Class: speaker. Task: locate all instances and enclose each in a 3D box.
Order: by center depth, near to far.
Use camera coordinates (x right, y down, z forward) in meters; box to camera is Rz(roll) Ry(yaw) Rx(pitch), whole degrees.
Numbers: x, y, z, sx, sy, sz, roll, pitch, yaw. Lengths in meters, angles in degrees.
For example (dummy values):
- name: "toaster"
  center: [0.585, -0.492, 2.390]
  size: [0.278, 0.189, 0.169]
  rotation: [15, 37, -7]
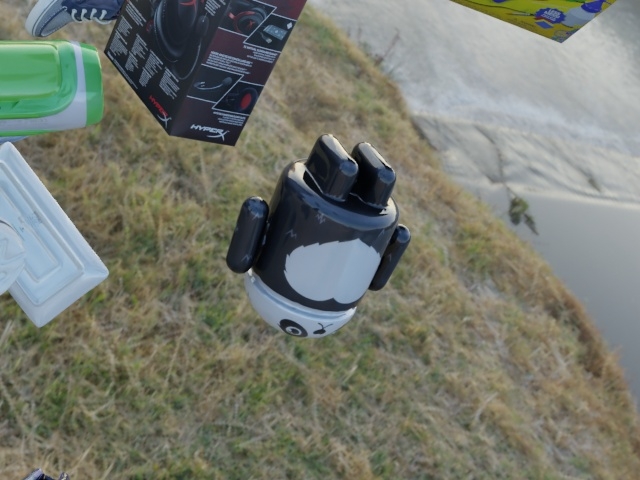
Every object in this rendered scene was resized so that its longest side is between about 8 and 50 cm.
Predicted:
- name: "speaker"
  center: [-0.454, -0.208, 1.133]
  size: [0.297, 0.131, 0.131]
  rotation: [-5, 52, -21]

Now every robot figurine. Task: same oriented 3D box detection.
- name: "robot figurine"
  center: [0.002, 0.002, 1.124]
  size: [0.209, 0.278, 0.173]
  rotation: [27, 25, 7]

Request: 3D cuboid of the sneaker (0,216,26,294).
- name: "sneaker"
  center: [-0.408, 0.050, 0.832]
  size: [0.094, 0.235, 0.153]
  rotation: [43, -4, -36]

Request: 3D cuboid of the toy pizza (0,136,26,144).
- name: "toy pizza"
  center: [-0.560, -0.241, 1.447]
  size: [0.201, 0.032, 0.201]
  rotation: [4, 58, -7]

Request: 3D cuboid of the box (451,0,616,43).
- name: "box"
  center: [0.298, -0.454, 1.166]
  size: [0.290, 0.279, 0.177]
  rotation: [17, 75, -11]

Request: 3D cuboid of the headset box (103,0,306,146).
- name: "headset box"
  center: [-0.137, -0.302, 1.046]
  size: [0.110, 0.293, 0.218]
  rotation: [4, 34, -44]

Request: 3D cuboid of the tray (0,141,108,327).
- name: "tray"
  center: [-0.469, -0.010, 1.306]
  size: [0.270, 0.145, 0.030]
  rotation: [52, -4, 1]

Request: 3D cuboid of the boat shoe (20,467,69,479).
- name: "boat shoe"
  center: [-0.507, 0.503, 1.329]
  size: [0.127, 0.158, 0.340]
  rotation: [3, 17, 10]

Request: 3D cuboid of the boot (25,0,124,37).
- name: "boot"
  center: [-0.353, -0.354, 1.257]
  size: [0.086, 0.190, 0.069]
  rotation: [49, 10, 0]
